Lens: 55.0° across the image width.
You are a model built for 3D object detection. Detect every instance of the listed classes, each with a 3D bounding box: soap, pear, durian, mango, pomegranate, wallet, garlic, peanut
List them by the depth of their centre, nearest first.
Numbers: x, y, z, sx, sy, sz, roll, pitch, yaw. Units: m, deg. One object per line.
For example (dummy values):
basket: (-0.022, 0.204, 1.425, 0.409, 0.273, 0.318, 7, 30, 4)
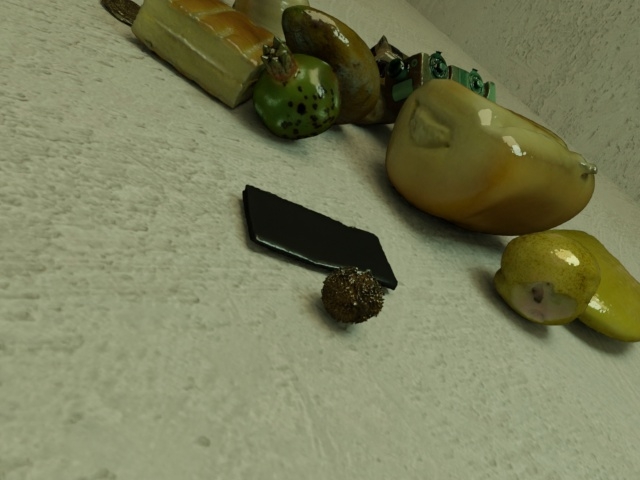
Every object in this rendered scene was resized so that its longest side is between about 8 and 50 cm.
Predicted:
durian: (0.041, 0.070, 0.769, 0.080, 0.080, 0.091, 27, 8, -17)
wallet: (0.000, 0.000, 0.887, 0.244, 0.025, 0.124, 20, 31, -30)
pomegranate: (-0.046, -0.266, 1.079, 0.159, 0.159, 0.205, 55, 0, 31)
pear: (0.397, 0.064, 1.093, 0.178, 0.178, 0.178, 27, 29, -16)
mango: (0.018, -0.344, 1.214, 0.193, 0.146, 0.316, 12, -21, 23)
soap: (0.597, 0.085, 1.337, 0.306, 0.115, 0.427, 51, 31, 20)
peanut: (0.123, -0.329, 1.459, 0.237, 0.110, 0.120, -16, 68, -47)
garlic: (-0.108, -0.592, 1.601, 0.164, 0.145, 0.245, 17, 9, 39)

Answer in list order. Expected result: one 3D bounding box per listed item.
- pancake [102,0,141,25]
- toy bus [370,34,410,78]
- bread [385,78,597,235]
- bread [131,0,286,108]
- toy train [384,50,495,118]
pancake: (-0.362, -0.433, 1.167, 0.115, 0.011, 0.114, 27, 29, -16)
toy bus: (0.224, -0.400, 1.621, 0.290, 0.157, 0.139, 29, 28, -13)
bread: (0.318, -0.153, 1.240, 0.376, 0.252, 0.348, 11, 30, -44)
bread: (-0.199, -0.381, 1.163, 0.239, 0.111, 0.246, 36, 27, -3)
toy train: (0.278, -0.336, 1.438, 0.327, 0.129, 0.159, 6, 79, -42)
